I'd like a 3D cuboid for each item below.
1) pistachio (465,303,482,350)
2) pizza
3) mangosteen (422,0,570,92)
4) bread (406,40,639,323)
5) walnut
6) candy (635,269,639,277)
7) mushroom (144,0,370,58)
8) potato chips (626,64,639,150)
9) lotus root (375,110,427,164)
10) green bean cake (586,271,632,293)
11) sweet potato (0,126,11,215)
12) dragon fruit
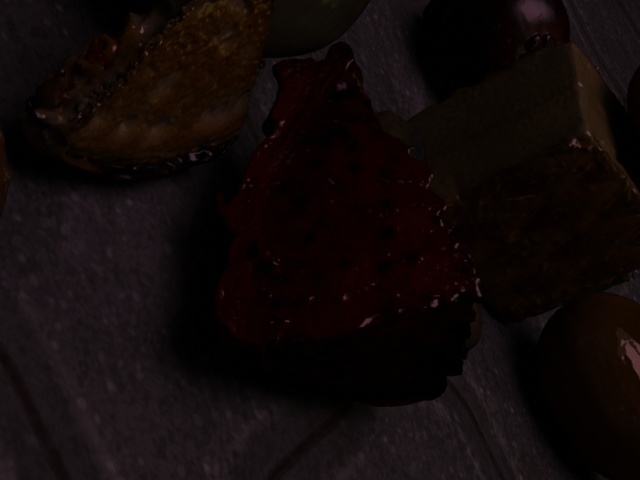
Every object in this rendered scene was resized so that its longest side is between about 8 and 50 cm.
[{"bbox_3d":[0.122,0.079,1.296,0.185,0.126,0.108,38,81,-44],"label":"pistachio"},{"bbox_3d":[-0.135,-0.153,0.938,0.074,0.287,0.251,37,42,19],"label":"pizza"},{"bbox_3d":[0.252,-0.314,1.739,0.215,0.215,0.257,38,3,-39],"label":"mangosteen"},{"bbox_3d":[0.283,-0.071,1.497,0.279,0.279,0.207,39,35,-35],"label":"bread"},{"bbox_3d":[0.404,0.214,1.561,0.297,0.203,0.203,65,29,-4],"label":"walnut"},{"bbox_3d":[0.603,0.041,2.188,0.030,0.020,0.083,54,29,-19],"label":"candy"},{"bbox_3d":[-0.074,-0.344,1.138,0.352,0.260,0.352,51,24,-33],"label":"mushroom"},{"bbox_3d":[0.438,-0.128,1.463,0.208,0.062,0.195,42,39,-42],"label":"potato chips"},{"bbox_3d":[0.086,-0.066,1.361,0.113,0.088,0.192,46,33,-41],"label":"lotus root"},{"bbox_3d":[0.439,-0.023,1.895,0.173,0.094,0.181,48,32,-25],"label":"green bean cake"},{"bbox_3d":[-0.269,-0.082,0.781,0.095,0.106,0.354,83,-4,-67],"label":"sweet potato"},{"bbox_3d":[-0.010,0.003,1.114,0.286,0.228,0.329,85,-15,-65],"label":"dragon fruit"}]
